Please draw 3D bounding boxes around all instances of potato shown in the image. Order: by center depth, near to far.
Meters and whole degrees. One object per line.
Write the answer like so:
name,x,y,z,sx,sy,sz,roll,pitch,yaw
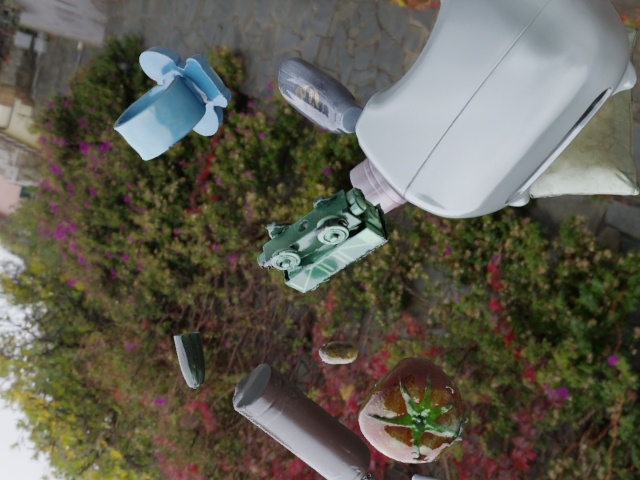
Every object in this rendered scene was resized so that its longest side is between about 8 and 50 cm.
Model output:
potato,0.038,0.231,1.351,0.083,0.040,0.051,-4,-128,-7

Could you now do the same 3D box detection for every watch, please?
watch,-0.301,-0.256,1.278,0.211,0.193,0.211,26,150,16

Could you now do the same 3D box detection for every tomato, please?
tomato,0.263,0.485,1.884,0.303,0.303,0.239,18,180,-6

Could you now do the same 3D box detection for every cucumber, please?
cucumber,-0.231,0.215,1.176,0.048,0.105,0.048,-15,166,-4

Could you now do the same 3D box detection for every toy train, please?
toy train,0.000,0.000,1.298,0.154,0.269,0.115,32,-146,-41

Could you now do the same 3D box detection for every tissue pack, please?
tissue pack,0.226,-0.186,0.839,0.236,0.333,0.229,44,-145,14

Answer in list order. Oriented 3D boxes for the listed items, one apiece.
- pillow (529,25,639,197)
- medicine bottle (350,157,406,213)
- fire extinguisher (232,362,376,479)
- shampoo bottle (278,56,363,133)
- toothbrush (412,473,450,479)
pillow,0.459,-0.228,1.142,0.185,0.302,0.075,-1,180,17
medicine bottle,0.196,-0.168,1.392,0.133,0.249,0.133,44,-155,-26
fire extinguisher,-0.008,0.267,0.882,0.267,0.072,0.089,45,151,-26
shampoo bottle,-0.002,-0.233,1.060,0.049,0.087,0.234,-13,-146,-23
toothbrush,0.351,0.595,1.550,0.030,0.025,0.342,-38,-162,-36
